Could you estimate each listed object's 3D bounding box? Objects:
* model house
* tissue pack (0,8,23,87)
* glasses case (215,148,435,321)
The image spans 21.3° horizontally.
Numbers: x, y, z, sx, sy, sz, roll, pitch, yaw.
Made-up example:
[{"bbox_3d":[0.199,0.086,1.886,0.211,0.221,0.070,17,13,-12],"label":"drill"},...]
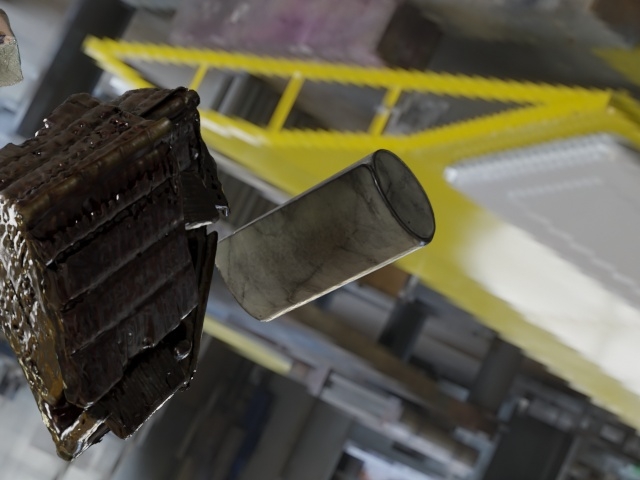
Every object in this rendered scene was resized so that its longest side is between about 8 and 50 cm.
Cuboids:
[{"bbox_3d":[-0.177,-0.010,1.616,0.297,0.317,0.282,47,148,15],"label":"model house"},{"bbox_3d":[-0.370,-0.209,1.871,0.094,0.074,0.058,-122,19,-52],"label":"tissue pack"},{"bbox_3d":[0.000,0.000,1.874,0.299,0.060,0.114,-28,97,48],"label":"glasses case"}]
